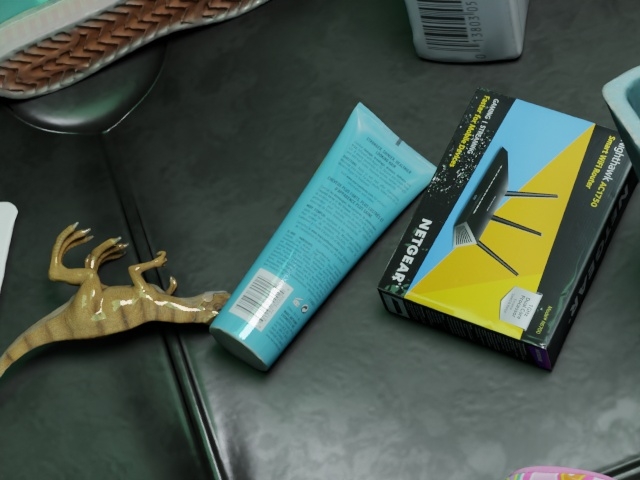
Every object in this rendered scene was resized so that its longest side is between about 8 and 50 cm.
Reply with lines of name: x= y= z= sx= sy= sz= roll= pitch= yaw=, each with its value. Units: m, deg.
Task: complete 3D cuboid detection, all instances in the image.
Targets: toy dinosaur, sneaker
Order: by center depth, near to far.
toy dinosaur: x=-0.173 y=0.051 z=1.380 sx=0.211 sy=0.064 sz=0.112 roll=-16 pitch=62 yaw=4
sneaker: x=-0.144 y=-0.226 z=1.490 sx=0.302 sy=0.108 sz=0.121 roll=-22 pitch=65 yaw=2

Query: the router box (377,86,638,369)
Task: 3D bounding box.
router box: x=0.139 y=-0.011 z=1.352 sx=0.133 sy=0.046 sz=0.179 roll=19 pitch=69 yaw=20

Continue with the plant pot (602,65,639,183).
plant pot: x=0.353 y=0.015 z=1.158 sx=0.247 sy=0.252 sz=0.247 roll=-23 pitch=38 yaw=1

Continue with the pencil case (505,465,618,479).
pencil case: x=0.137 y=0.286 z=1.161 sx=0.124 sy=0.124 sz=0.284 roll=9 pitch=67 yaw=17

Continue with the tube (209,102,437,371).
tube: x=0.000 y=0.000 z=1.375 sx=0.080 sy=0.052 sz=0.207 roll=41 pitch=74 yaw=-9

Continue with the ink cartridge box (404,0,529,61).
ink cartridge box: x=0.114 y=-0.374 z=1.393 sx=0.091 sy=0.308 sz=0.385 roll=2 pitch=63 yaw=13

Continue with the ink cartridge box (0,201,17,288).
ink cartridge box: x=-0.427 y=0.029 z=1.416 sx=0.353 sy=0.119 sz=0.207 roll=1 pitch=63 yaw=13
